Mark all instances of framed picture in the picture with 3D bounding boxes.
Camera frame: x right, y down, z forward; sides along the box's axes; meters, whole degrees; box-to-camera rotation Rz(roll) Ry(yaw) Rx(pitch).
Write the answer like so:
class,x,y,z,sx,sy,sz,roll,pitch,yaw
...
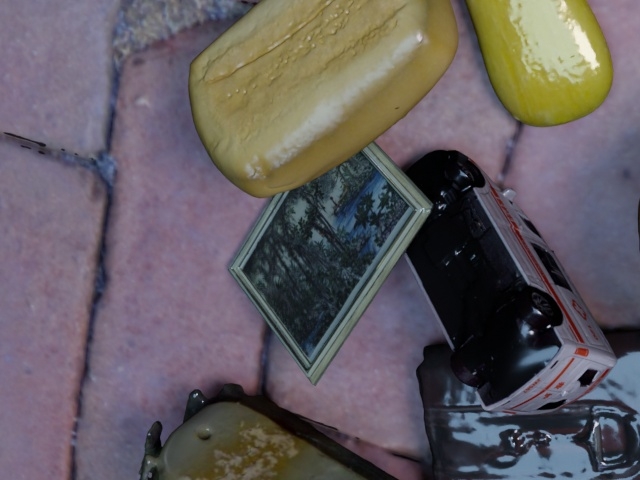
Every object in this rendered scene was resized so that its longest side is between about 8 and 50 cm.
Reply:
class,x,y,z,sx,sy,sz,roll,pitch,yaw
framed picture,0.000,0.000,0.924,0.142,0.011,0.183,51,121,34

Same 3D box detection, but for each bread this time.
class,x,y,z,sx,sy,sz,roll,pitch,yaw
bread,0.005,-0.128,0.866,0.217,0.098,0.147,-32,67,22

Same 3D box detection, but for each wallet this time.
class,x,y,z,sx,sy,sz,roll,pitch,yaw
wallet,0.198,0.159,0.918,0.229,0.049,0.182,-9,101,21

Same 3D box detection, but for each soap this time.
class,x,y,z,sx,sy,sz,roll,pitch,yaw
soap,0.150,-0.163,0.842,0.089,0.033,0.168,-17,100,22

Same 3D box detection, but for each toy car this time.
class,x,y,z,sx,sy,sz,roll,pitch,yaw
toy car,0.132,0.027,0.872,0.089,0.108,0.210,-47,52,30

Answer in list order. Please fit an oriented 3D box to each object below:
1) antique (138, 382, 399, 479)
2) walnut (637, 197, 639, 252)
class,x,y,z,sx,sy,sz,roll,pitch,yaw
antique,-0.021,0.236,0.961,0.284,0.125,0.150,35,136,15
walnut,0.326,0.024,0.738,0.261,0.225,0.225,45,116,-3
